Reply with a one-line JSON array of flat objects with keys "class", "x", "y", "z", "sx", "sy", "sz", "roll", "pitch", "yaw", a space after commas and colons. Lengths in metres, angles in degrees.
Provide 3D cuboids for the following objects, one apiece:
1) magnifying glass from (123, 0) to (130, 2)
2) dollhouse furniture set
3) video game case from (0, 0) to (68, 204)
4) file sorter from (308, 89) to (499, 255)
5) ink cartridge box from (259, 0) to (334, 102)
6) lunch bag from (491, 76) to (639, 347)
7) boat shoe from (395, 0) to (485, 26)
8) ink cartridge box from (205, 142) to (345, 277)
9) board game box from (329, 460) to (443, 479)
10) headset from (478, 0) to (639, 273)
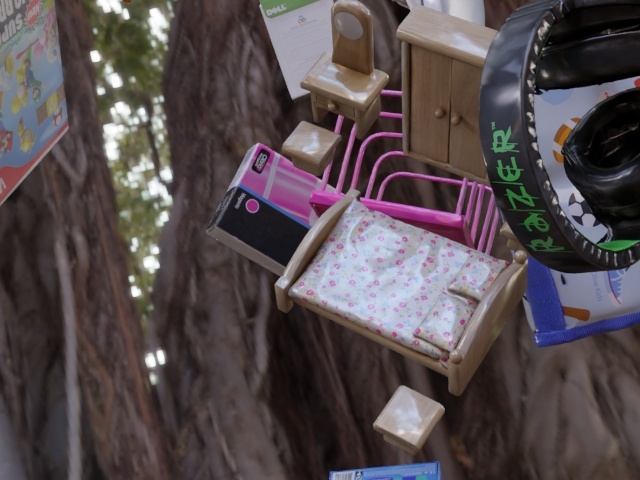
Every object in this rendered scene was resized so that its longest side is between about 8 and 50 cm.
[{"class": "magnifying glass", "x": -0.220, "y": -0.436, "z": 1.636, "sx": 0.231, "sy": 0.026, "sz": 0.092, "roll": -62, "pitch": -17, "yaw": -12}, {"class": "dollhouse furniture set", "x": 0.043, "y": -0.038, "z": 1.072, "sx": 0.355, "sy": 0.303, "sz": 0.174, "roll": -53, "pitch": -25, "yaw": -30}, {"class": "video game case", "x": -0.326, "y": -0.185, "z": 1.192, "sx": 0.025, "sy": 0.204, "sz": 0.285, "roll": 13, "pitch": -51, "yaw": 12}, {"class": "file sorter", "x": 0.134, "y": -0.062, "z": 1.608, "sx": 0.202, "sy": 0.182, "sz": 0.290, "roll": 10, "pitch": -18, "yaw": 17}, {"class": "ink cartridge box", "x": -0.025, "y": -0.327, "z": 1.774, "sx": 0.109, "sy": 0.209, "sz": 0.062, "roll": -19, "pitch": 2, "yaw": 4}, {"class": "lunch bag", "x": 0.349, "y": -0.067, "z": 1.407, "sx": 0.385, "sy": 0.327, "sz": 0.239, "roll": -15, "pitch": 1, "yaw": -41}, {"class": "boat shoe", "x": 0.139, "y": -0.415, "z": 1.781, "sx": 0.156, "sy": 0.367, "sz": 0.136, "roll": -22, "pitch": -19, "yaw": 36}, {"class": "ink cartridge box", "x": 0.000, "y": 0.000, "z": 2.029, "sx": 0.371, "sy": 0.175, "sz": 0.069, "roll": 32, "pitch": -21, "yaw": -16}, {"class": "board game box", "x": 0.083, "y": 0.394, "z": 1.564, "sx": 0.160, "sy": 0.210, "sz": 0.047, "roll": -8, "pitch": -57, "yaw": 13}, {"class": "headset", "x": 0.256, "y": -0.127, "z": 1.092, "sx": 0.185, "sy": 0.243, "sz": 0.394, "roll": -7, "pitch": 23, "yaw": 46}]
